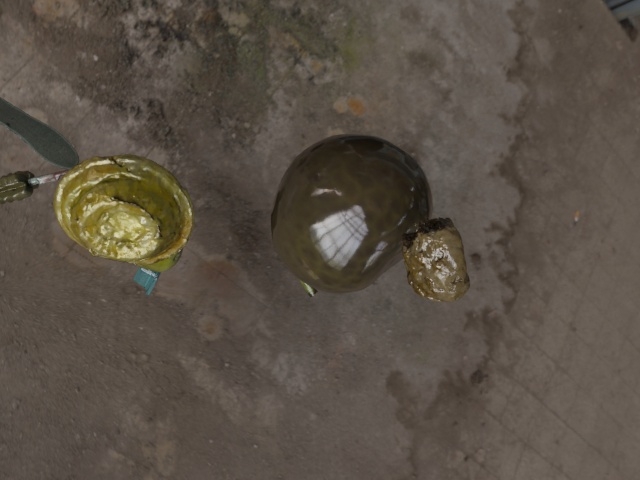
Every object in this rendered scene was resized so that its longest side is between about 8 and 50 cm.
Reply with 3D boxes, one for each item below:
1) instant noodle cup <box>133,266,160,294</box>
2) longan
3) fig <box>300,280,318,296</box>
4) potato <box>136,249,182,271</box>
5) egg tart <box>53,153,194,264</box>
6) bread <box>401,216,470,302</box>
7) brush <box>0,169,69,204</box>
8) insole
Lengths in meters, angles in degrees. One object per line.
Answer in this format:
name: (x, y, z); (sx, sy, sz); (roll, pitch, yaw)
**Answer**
instant noodle cup: (-0.521, 0.066, 1.725); (0.070, 0.157, 0.179); (28, 55, -15)
longan: (0.036, -0.037, 0.714); (0.198, 0.198, 0.212); (36, 105, -23)
fig: (0.003, -0.012, 1.094); (0.148, 0.186, 0.142); (41, 26, -30)
potato: (-0.444, -0.022, 1.519); (0.148, 0.197, 0.228); (-7, 112, -50)
egg tart: (-0.416, -0.043, 1.169); (0.290, 0.290, 0.115); (29, 29, -25)
bread: (0.114, 0.021, 0.550); (0.060, 0.113, 0.082); (-11, 93, 9)
brush: (-0.731, -0.157, 1.420); (0.084, 0.301, 0.071); (-79, 155, -56)
insole: (-0.646, -0.244, 1.234); (0.232, 0.003, 0.080); (39, 52, -23)
